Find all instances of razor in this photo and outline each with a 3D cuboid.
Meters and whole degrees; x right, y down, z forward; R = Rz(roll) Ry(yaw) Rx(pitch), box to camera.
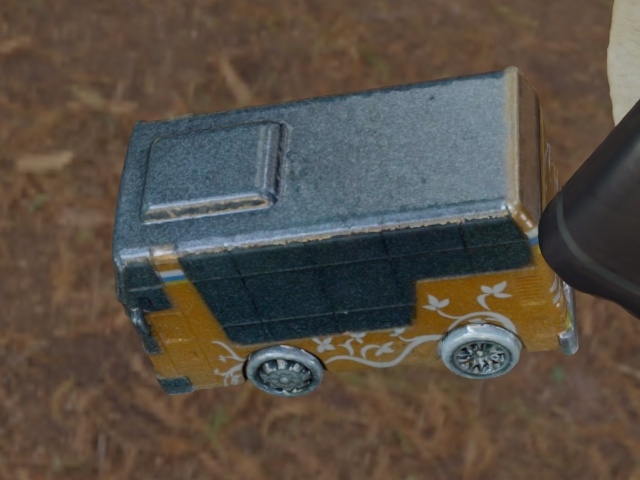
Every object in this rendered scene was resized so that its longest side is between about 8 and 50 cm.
[{"bbox_3d":[0.164,-0.025,0.786,0.090,0.148,0.054,25,44,-9],"label":"razor"}]

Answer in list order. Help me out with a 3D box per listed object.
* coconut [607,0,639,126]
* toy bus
[{"bbox_3d":[0.292,-0.100,0.915,0.328,0.329,0.329,7,41,-6],"label":"coconut"},{"bbox_3d":[0.012,-0.002,1.124,0.275,0.167,0.139,-8,49,14],"label":"toy bus"}]
